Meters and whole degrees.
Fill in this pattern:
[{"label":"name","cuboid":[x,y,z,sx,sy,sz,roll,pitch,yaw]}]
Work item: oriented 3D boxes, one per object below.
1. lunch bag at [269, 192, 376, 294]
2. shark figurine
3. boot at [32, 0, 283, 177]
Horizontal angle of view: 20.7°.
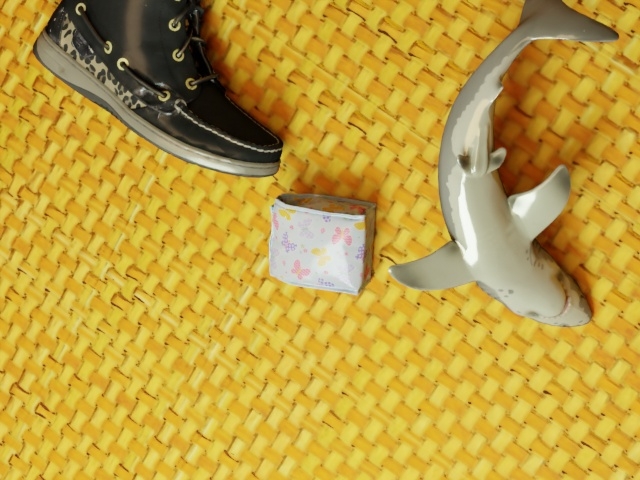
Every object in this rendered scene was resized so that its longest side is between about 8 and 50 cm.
[{"label":"lunch bag","cuboid":[0.000,0.000,1.420,0.083,0.053,0.071,7,107,13]},{"label":"shark figurine","cuboid":[0.124,-0.068,1.326,0.166,0.116,0.278,-4,112,-9]},{"label":"boot","cuboid":[-0.108,-0.172,1.411,0.236,0.085,0.179,32,111,15]}]
